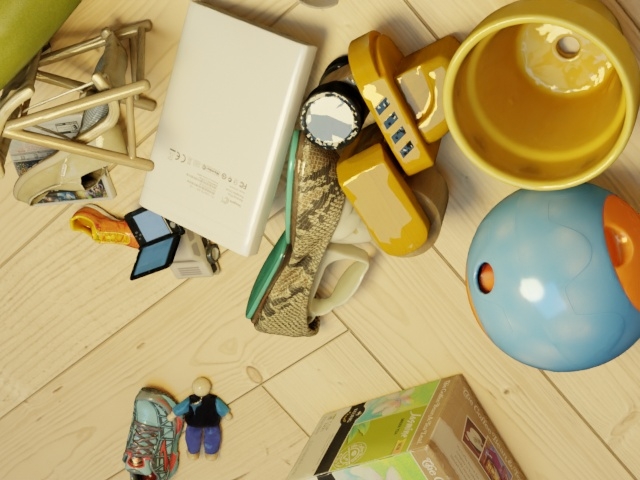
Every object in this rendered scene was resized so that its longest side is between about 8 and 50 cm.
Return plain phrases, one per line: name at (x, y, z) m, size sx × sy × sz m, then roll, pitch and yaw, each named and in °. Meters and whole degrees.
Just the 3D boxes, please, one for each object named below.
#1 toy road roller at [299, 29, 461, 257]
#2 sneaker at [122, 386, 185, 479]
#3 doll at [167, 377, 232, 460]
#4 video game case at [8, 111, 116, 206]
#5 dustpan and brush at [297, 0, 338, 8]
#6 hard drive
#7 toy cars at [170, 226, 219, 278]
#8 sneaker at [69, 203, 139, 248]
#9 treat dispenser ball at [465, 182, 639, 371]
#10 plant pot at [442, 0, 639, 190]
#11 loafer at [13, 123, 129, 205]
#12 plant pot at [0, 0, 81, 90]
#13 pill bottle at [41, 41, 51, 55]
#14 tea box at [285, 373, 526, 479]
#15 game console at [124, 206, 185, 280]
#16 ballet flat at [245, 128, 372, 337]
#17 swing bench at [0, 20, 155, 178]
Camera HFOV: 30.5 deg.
toy road roller at (0.138, -0.163, 1.778) m, size 0.241 × 0.202 × 0.329 m, roll -24°, pitch 107°, yaw 21°
sneaker at (-0.343, 0.419, 2.380) m, size 0.104 × 0.125 × 0.261 m, roll 12°, pitch 123°, yaw 16°
doll at (-0.241, 0.355, 2.342) m, size 0.129 × 0.046 × 0.189 m, roll 3°, pitch 120°, yaw -2°
video game case at (-0.484, -0.148, 2.163) m, size 0.190 × 0.022 × 0.173 m, roll -4°, pitch 117°, yaw 25°
dustpan and brush at (-0.030, -0.396, 1.700) m, size 0.060 × 0.211 × 0.147 m, roll 49°, pitch 138°, yaw 41°
hard drive at (-0.155, -0.181, 1.890) m, size 0.233 × 0.047 × 0.353 m, roll 25°, pitch 110°, yaw 25°
toy cars at (-0.216, -0.074, 2.049) m, size 0.176 × 0.087 × 0.393 m, roll 31°, pitch 127°, yaw 4°
sneaker at (-0.382, -0.012, 2.167) m, size 0.175 × 0.067 × 0.064 m, roll 15°, pitch 130°, yaw 18°
treat dispenser ball at (0.359, 0.052, 1.749) m, size 0.288 × 0.288 × 0.288 m, roll 11°, pitch 123°, yaw 17°
plant pot at (0.322, -0.231, 1.624) m, size 0.254 × 0.239 × 0.254 m, roll 11°, pitch 124°, yaw 17°
loafer at (-0.442, -0.123, 2.083) m, size 0.268 × 0.102 × 0.092 m, roll -31°, pitch 98°, yaw 33°
plant pot at (-0.531, -0.381, 1.741) m, size 0.367 × 0.353 × 0.366 m, roll 22°, pitch 166°, yaw 6°
pill bottle at (-0.539, -0.383, 1.992) m, size 0.103 × 0.103 × 0.184 m, roll -10°, pitch 115°, yaw 28°
tea box at (0.173, 0.464, 2.123) m, size 0.324 × 0.220 × 0.329 m, roll -24°, pitch 108°, yaw 32°
game console at (-0.302, -0.002, 2.051) m, size 0.122 × 0.071 × 0.107 m, roll -18°, pitch 104°, yaw 42°
ballet flat at (0.000, 0.000, 1.953) m, size 0.182 × 0.164 × 0.482 m, roll 14°, pitch 138°, yaw -3°
swing bench at (-0.395, -0.230, 1.879) m, size 0.255 × 0.253 × 0.165 m, roll -2°, pitch 122°, yaw -7°
